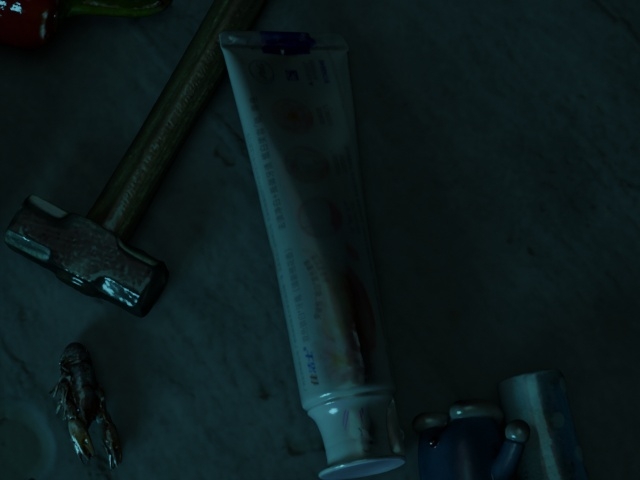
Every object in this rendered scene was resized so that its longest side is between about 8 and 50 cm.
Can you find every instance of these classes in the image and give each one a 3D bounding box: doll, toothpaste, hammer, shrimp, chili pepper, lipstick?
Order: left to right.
[{"bbox_3d":[-0.293,-0.241,1.074,0.368,0.092,0.137,36,67,8],"label":"chili pepper"},{"bbox_3d":[-0.163,0.114,0.995,0.029,0.038,0.092,-36,72,35],"label":"shrimp"},{"bbox_3d":[-0.090,-0.124,1.064,0.111,0.043,0.365,26,74,9],"label":"hammer"},{"bbox_3d":[0.000,0.000,1.010,0.100,0.066,0.323,-2,71,-23],"label":"toothpaste"},{"bbox_3d":[0.097,0.182,0.947,0.114,0.085,0.151,-28,57,37],"label":"doll"},{"bbox_3d":[0.156,0.166,0.968,0.048,0.048,0.157,-11,74,-2],"label":"lipstick"}]
